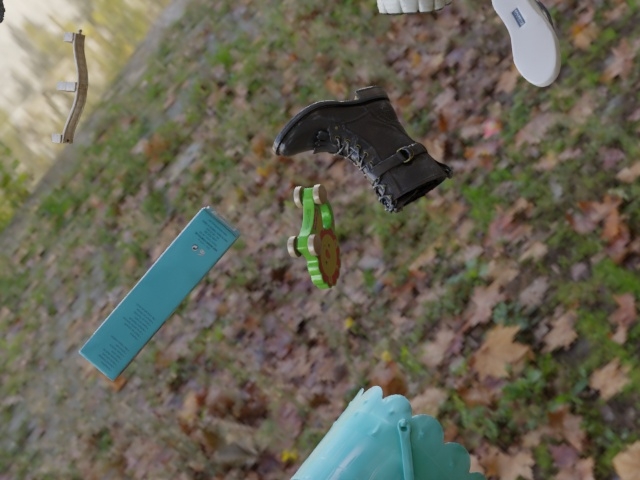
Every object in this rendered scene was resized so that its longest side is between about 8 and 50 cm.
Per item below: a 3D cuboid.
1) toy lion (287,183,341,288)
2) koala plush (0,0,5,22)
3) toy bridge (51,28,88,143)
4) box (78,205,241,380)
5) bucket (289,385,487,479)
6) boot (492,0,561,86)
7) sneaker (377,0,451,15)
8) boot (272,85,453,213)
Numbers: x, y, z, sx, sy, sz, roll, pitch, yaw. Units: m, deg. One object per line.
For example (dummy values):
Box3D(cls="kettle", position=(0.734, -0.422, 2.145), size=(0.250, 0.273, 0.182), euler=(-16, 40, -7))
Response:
Box3D(cls="toy lion", position=(0.000, 0.000, 1.201), size=(0.034, 0.096, 0.100), euler=(-6, 62, 24))
Box3D(cls="koala plush", position=(-0.510, -0.435, 1.544), size=(0.221, 0.196, 0.203), euler=(-60, 38, 31))
Box3D(cls="toy bridge", position=(-0.404, -0.251, 1.753), size=(0.063, 0.026, 0.188), euler=(11, 94, 47))
Box3D(cls="box", position=(-0.205, 0.066, 1.399), size=(0.244, 0.060, 0.100), euler=(-49, 3, 2))
Box3D(cls="bucket", position=(0.100, 0.378, 1.608), size=(0.183, 0.281, 0.281), euler=(-44, 22, -23))
Box3D(cls="boot", position=(0.309, -0.285, 1.514), size=(0.069, 0.086, 0.190), euler=(-35, 54, 32))
Box3D(cls="sneaker", position=(0.163, -0.433, 1.438), size=(0.129, 0.147, 0.330), euler=(5, 39, 26))
Box3D(cls="boot", position=(0.074, -0.143, 1.876), size=(0.262, 0.229, 0.091), euler=(-25, -21, -15))
